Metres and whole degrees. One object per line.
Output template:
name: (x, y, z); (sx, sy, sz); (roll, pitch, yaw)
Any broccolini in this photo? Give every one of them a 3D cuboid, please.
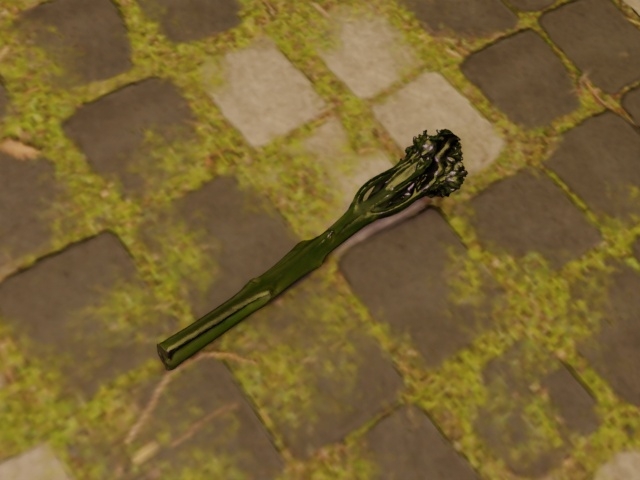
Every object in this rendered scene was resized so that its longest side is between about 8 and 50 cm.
broccolini: (-0.001, -0.001, 0.467); (0.218, 0.044, 0.042); (-33, 87, -22)
